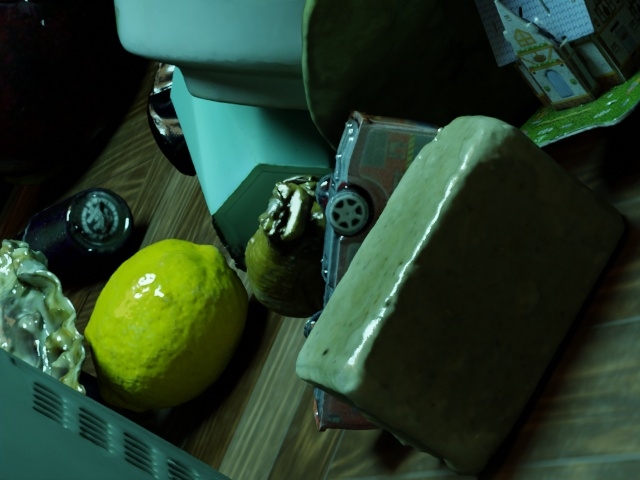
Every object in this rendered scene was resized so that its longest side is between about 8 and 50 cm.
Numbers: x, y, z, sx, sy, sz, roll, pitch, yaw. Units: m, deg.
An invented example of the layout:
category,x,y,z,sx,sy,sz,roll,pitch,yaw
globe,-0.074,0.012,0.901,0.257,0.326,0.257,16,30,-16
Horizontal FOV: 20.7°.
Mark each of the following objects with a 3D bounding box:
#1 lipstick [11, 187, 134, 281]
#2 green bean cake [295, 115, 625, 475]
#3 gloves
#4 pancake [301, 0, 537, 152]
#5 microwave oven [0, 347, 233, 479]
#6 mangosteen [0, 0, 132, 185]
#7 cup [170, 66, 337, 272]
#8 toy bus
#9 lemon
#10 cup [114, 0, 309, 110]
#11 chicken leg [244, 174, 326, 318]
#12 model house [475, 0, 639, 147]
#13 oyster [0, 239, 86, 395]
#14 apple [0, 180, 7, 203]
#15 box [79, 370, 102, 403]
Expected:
category,x,y,z,sx,sy,sz,roll,pitch,yaw
lipstick,-0.276,0.005,1.835,0.300,0.081,0.081,-19,44,62
green bean cake,0.078,0.030,0.985,0.179,0.109,0.085,-60,20,-7
gloves,-0.084,-0.178,1.609,0.203,0.124,0.164,-43,38,37
pancake,0.080,-0.146,1.077,0.242,0.242,0.050,-53,51,12
microwave oven,-0.201,0.276,1.012,0.355,0.286,0.218,-54,21,13
mangosteen,-0.378,-0.195,2.088,0.347,0.307,0.307,103,180,-49
cup,-0.047,-0.082,1.381,0.148,0.134,0.235,-23,35,9
toy bus,0.033,0.020,1.055,0.065,0.077,0.192,-109,24,-78
lemon,-0.121,0.068,1.361,0.155,0.114,0.114,-54,21,13
cup,-0.008,-0.179,1.235,0.347,0.347,0.163,-149,61,-69
chicken leg,-0.003,0.001,1.173,0.207,0.101,0.085,77,-169,-77
model house,0.156,-0.141,1.012,0.167,0.088,0.117,-48,18,-29
oyster,-0.244,0.138,1.407,0.354,0.107,0.201,-121,33,-57
apple,-0.495,-0.068,2.337,0.156,0.147,0.158,-13,49,15
box,-0.345,0.207,1.669,0.261,0.116,0.279,-61,20,-8
